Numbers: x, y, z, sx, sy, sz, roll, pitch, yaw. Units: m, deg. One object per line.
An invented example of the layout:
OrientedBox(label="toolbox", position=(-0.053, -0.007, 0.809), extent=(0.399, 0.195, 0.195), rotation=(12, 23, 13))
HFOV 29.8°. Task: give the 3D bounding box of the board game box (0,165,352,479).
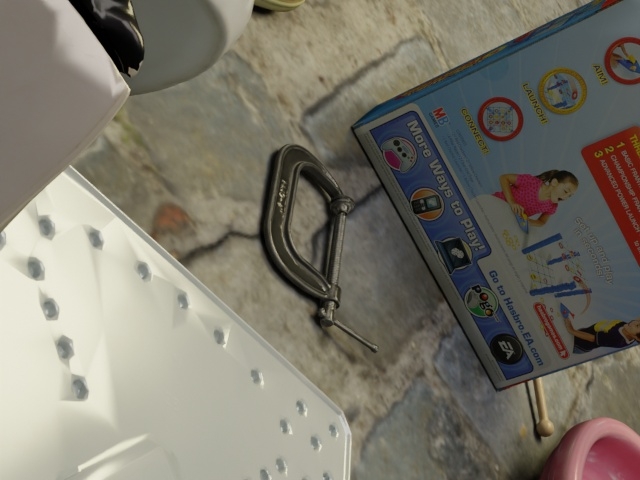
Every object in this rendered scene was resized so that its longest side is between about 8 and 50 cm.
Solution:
OrientedBox(label="board game box", position=(-0.114, 0.175, 0.649), extent=(0.390, 0.050, 0.389), rotation=(46, 34, -38))

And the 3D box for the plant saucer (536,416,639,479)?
OrientedBox(label="plant saucer", position=(0.291, 0.342, 1.171), extent=(0.332, 0.084, 0.332), rotation=(36, 42, -40))

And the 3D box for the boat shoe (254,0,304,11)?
OrientedBox(label="boat shoe", position=(-0.085, -0.296, 1.003), extent=(0.285, 0.089, 0.104), rotation=(35, 42, -43))

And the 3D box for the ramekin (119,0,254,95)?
OrientedBox(label="ramekin", position=(-0.152, -0.174, 0.657), extent=(0.273, 0.273, 0.127), rotation=(21, 66, -51))

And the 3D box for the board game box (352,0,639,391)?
OrientedBox(label="board game box", position=(0.236, -0.045, 1.130), extent=(0.308, 0.302, 0.086), rotation=(61, 31, -11))

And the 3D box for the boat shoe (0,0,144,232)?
OrientedBox(label="boat shoe", position=(-0.226, 0.003, 0.500), extent=(0.340, 0.158, 0.127), rotation=(-41, 110, -15))

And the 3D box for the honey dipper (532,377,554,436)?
OrientedBox(label="honey dipper", position=(0.226, 0.128, 1.270), extent=(0.030, 0.030, 0.160), rotation=(22, 55, -51))

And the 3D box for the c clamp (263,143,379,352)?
OrientedBox(label="c clamp", position=(0.000, 0.000, 1.010), extent=(0.137, 0.022, 0.160), rotation=(34, 45, -36))
